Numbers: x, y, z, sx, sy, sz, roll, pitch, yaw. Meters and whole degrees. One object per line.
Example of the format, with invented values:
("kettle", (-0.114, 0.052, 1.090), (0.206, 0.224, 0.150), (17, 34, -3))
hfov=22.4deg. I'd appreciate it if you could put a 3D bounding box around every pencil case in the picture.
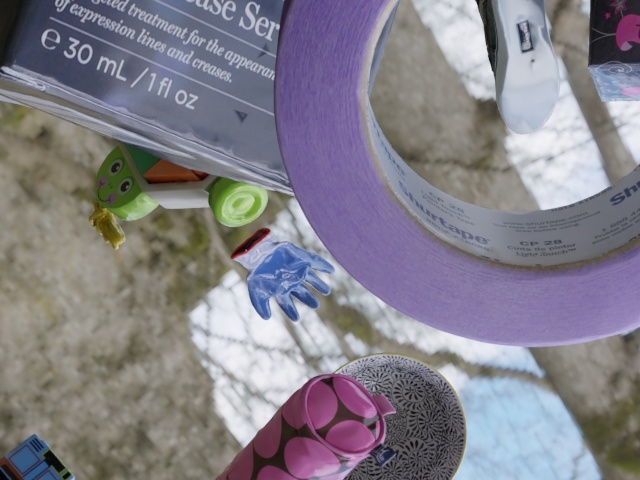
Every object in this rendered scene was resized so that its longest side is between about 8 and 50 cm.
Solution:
("pencil case", (-0.022, 0.203, 1.438), (0.098, 0.095, 0.209), (-20, 161, -45))

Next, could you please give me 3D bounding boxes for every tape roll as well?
("tape roll", (0.113, -0.086, 0.849), (0.274, 0.275, 0.090), (-26, -161, 9))

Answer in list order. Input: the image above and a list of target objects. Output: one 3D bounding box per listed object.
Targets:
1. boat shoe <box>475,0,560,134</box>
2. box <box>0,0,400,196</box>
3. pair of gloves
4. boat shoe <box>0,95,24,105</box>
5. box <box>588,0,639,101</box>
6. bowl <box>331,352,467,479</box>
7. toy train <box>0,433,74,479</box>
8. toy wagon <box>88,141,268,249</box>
("boat shoe", (0.192, -0.200, 1.598), (0.065, 0.183, 0.083), (-13, -148, -7))
("box", (-0.093, -0.264, 1.119), (0.212, 0.293, 0.395), (16, -93, 47))
("pair of gloves", (0.000, 0.000, 1.666), (0.198, 0.159, 0.023), (-41, -126, -2))
("boat shoe", (-0.258, -0.176, 1.401), (0.301, 0.108, 0.102), (9, -114, 19))
("box", (0.371, -0.216, 1.458), (0.247, 0.142, 0.163), (0, -99, 16))
("bowl", (0.065, 0.196, 1.702), (0.170, 0.170, 0.080), (-33, -173, 0))
("toy train", (-0.275, 0.289, 1.628), (0.105, 0.080, 0.184), (-38, -99, -28))
("toy wagon", (-0.112, -0.129, 1.595), (0.344, 0.068, 0.267), (-41, -135, 10))
